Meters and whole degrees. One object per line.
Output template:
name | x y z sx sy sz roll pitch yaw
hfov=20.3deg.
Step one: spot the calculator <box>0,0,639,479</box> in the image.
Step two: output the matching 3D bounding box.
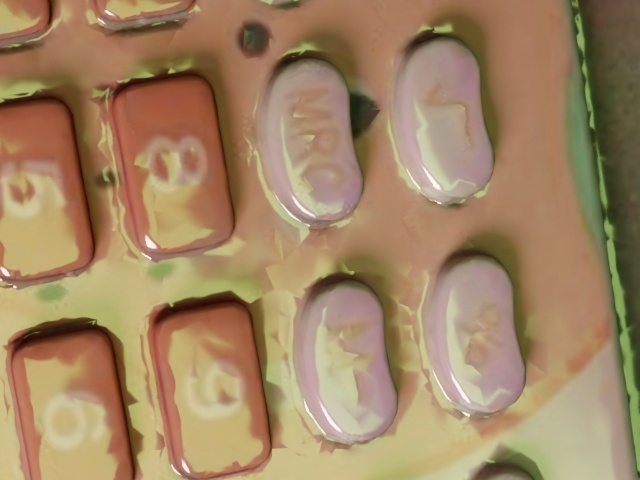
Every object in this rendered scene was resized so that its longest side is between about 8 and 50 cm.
calculator | 0.000 0.000 0.350 0.329 0.048 0.220 -10 97 -17
